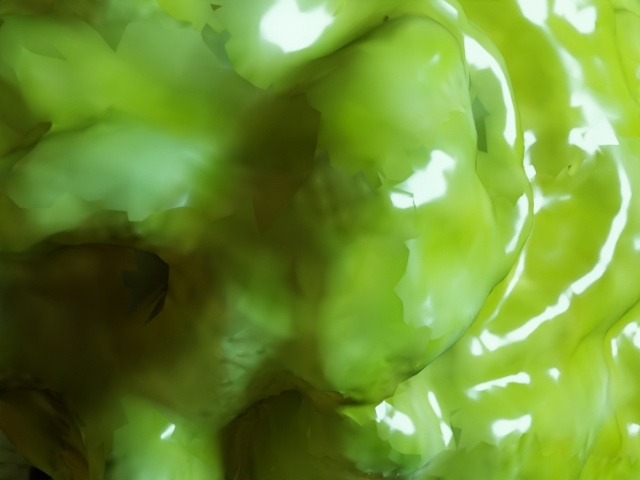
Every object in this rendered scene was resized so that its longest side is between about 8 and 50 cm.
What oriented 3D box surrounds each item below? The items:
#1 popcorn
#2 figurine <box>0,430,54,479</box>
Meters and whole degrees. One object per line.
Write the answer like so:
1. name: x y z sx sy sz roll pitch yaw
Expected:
1. popcorn: 0.000 0.000 0.543 0.242 0.250 0.235 -61 -176 -6
2. figurine: -0.020 0.007 0.775 0.387 0.166 0.207 -53 159 -36
